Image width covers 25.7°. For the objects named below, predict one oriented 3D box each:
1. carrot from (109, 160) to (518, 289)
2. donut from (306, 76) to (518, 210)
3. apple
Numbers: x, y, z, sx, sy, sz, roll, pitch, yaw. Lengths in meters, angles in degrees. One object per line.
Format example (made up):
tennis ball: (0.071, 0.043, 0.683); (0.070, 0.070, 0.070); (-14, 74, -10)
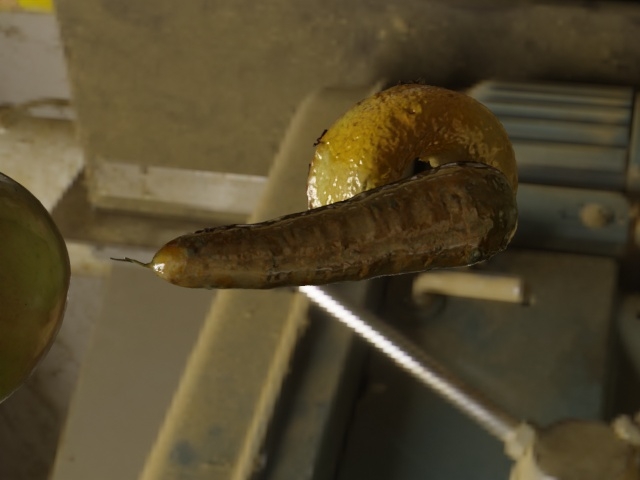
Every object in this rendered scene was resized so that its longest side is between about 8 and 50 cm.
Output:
carrot: (0.000, 0.000, 0.978); (0.078, 0.298, 0.078); (170, 90, -70)
donut: (0.079, -0.056, 1.130); (0.078, 0.181, 0.146); (-168, 65, -68)
apple: (-0.452, 0.052, 1.605); (0.277, 0.319, 0.319); (38, -126, -42)
